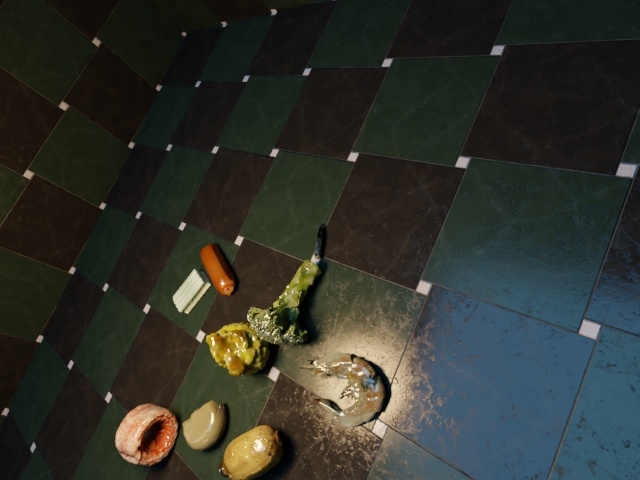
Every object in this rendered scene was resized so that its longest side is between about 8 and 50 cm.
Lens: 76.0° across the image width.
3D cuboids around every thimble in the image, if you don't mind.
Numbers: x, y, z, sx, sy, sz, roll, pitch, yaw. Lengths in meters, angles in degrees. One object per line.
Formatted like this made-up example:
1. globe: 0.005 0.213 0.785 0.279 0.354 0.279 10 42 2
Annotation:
1. thimble: -0.756 0.846 1.787 0.162 0.239 0.238 3 72 35

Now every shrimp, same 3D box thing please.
1. shrimp: 0.064 0.519 1.466 0.361 0.085 0.246 10 83 33

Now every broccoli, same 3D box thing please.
1. broccoli: -0.111 0.256 1.641 0.361 0.221 0.252 -48 26 1

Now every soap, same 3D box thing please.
1. soap: -0.653 0.258 2.072 0.198 0.067 0.119 -51 50 5

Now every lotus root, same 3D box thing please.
1. lotus root: -0.257 0.796 1.517 0.284 0.146 0.160 -33 35 11

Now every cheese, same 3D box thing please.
1. cheese: -0.472 0.766 1.711 0.202 0.091 0.175 -49 51 5

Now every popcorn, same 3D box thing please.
1. popcorn: -0.342 0.439 1.666 0.237 0.252 0.205 40 101 43

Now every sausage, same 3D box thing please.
1. sausage: -0.510 0.131 2.013 0.097 0.094 0.348 -44 51 6

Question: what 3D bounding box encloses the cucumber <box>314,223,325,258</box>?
1. cucumber: 0.000 0.000 1.758 0.039 0.043 0.163 9 74 -2
